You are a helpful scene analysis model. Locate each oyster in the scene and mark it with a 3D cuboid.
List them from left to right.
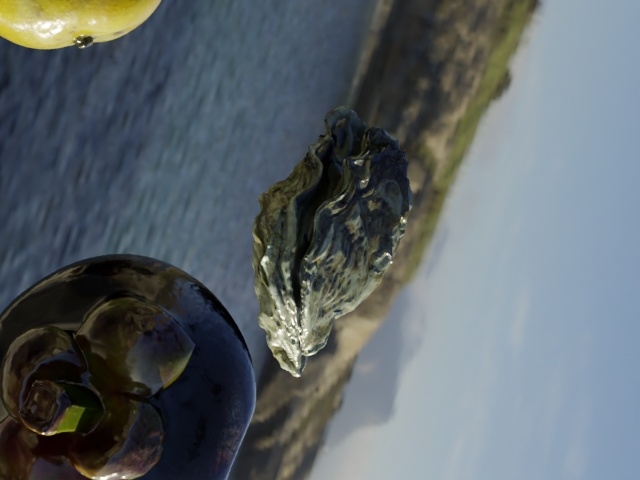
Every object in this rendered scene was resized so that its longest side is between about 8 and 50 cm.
[{"bbox_3d":[0.000,0.000,1.511,0.267,0.112,0.198,-59,142,-9],"label":"oyster"}]

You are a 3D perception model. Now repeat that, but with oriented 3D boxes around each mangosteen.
[{"bbox_3d":[-0.195,0.145,1.266,0.302,0.275,0.275,26,81,-81],"label":"mangosteen"}]

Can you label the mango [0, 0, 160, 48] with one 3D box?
[{"bbox_3d":[-0.324,-0.362,1.545,0.253,0.365,0.182,-57,-157,-20],"label":"mango"}]
